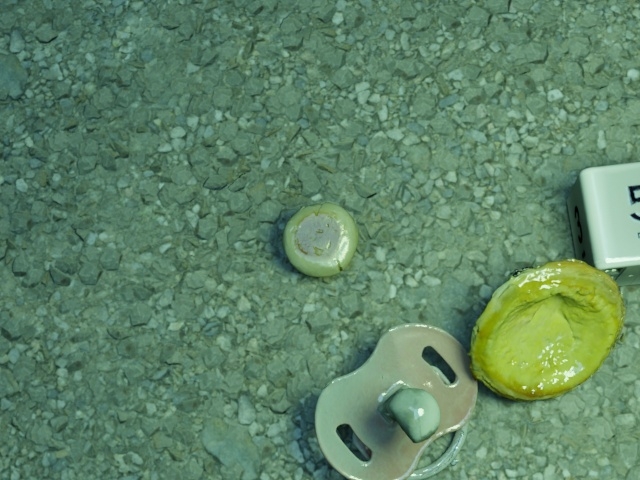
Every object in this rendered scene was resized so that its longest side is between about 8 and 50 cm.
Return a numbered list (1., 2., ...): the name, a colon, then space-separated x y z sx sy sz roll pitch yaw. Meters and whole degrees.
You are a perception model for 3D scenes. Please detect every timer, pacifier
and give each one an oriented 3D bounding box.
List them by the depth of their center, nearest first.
1. pacifier: 0.146 0.305 1.716 0.332 0.273 0.220 -41 58 -6
2. timer: 0.587 -0.028 1.767 0.194 0.192 0.195 -6 74 5

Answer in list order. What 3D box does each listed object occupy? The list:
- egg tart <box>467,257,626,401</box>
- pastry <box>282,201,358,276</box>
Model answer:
1. egg tart: 0.407 0.156 1.734 0.314 0.315 0.120 -24 30 -1
2. pastry: 0.000 0.000 1.879 0.156 0.092 0.157 -2 75 9
